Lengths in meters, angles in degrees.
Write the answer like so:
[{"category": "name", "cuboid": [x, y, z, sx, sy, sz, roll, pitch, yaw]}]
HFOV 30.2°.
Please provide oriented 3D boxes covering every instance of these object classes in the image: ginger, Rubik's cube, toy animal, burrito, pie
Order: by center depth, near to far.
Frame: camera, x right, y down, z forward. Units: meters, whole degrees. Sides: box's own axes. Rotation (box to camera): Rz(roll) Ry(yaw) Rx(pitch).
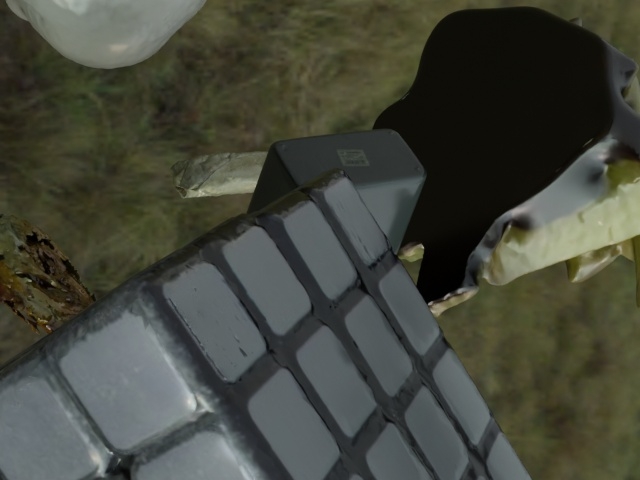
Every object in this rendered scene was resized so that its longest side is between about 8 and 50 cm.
[{"category": "Rubik's cube", "cuboid": [-0.081, 0.193, 0.875, 0.343, 0.344, 0.337, 56, 26, -3]}, {"category": "toy animal", "cuboid": [-0.200, -0.274, 1.016, 0.272, 0.206, 0.264, 4, 58, -28]}, {"category": "ginger", "cuboid": [0.243, -0.068, 1.363, 0.211, 0.413, 0.358, 30, 104, -37]}, {"category": "pie", "cuboid": [-0.376, 0.074, 1.661, 0.085, 0.308, 0.308, -42, 143, -1]}, {"category": "burrito", "cuboid": [-0.104, -0.107, 1.910, 0.082, 0.275, 0.059, 65, -34, 37]}]

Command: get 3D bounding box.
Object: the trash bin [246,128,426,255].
[{"category": "trash bin", "cuboid": [0.000, 0.000, 1.259, 0.177, 0.101, 0.236, -8, 139, -27]}]
